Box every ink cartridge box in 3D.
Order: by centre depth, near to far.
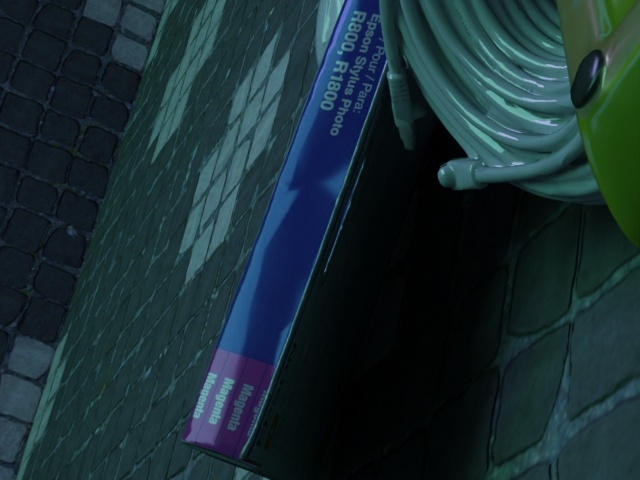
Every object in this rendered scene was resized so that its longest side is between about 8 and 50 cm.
[{"bbox_3d":[0.000,0.000,1.029,0.330,0.071,0.324,63,-134,-75],"label":"ink cartridge box"}]

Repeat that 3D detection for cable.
[{"bbox_3d":[0.122,-0.143,0.769,0.257,0.089,0.257,19,126,55],"label":"cable"}]

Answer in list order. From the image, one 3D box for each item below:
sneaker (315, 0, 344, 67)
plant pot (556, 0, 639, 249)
[{"bbox_3d":[0.088,-0.246,1.229,0.292,0.108,0.169,-66,12,1],"label":"sneaker"},{"bbox_3d":[0.196,-0.098,0.453,0.227,0.207,0.228,-86,23,-49],"label":"plant pot"}]
